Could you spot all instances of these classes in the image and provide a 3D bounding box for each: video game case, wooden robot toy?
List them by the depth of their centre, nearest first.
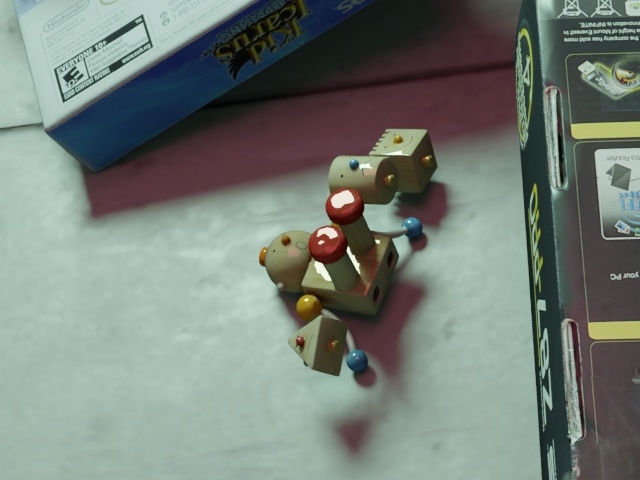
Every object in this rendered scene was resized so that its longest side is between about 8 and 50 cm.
[{"bbox_3d":[0.000,0.000,0.936,0.079,0.076,0.173,5,56,30],"label":"wooden robot toy"},{"bbox_3d":[-0.074,-0.208,1.062,0.270,0.061,0.244,-30,53,13],"label":"video game case"}]

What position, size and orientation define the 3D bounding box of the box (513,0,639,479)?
[{"bbox_3d":[0.295,0.021,0.756,0.395,0.097,0.318,-1,62,-1],"label":"box"}]
